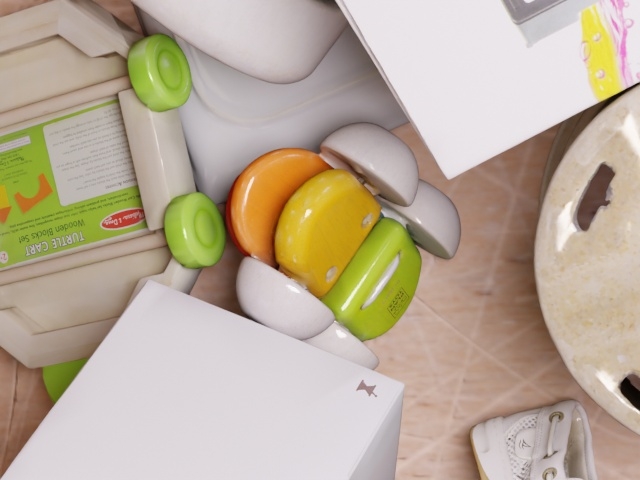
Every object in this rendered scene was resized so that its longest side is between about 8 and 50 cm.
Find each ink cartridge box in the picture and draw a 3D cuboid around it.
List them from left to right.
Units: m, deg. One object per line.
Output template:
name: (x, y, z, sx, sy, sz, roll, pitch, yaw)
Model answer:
ink cartridge box: (0.155, -0.201, 1.094, 0.270, 0.198, 0.197, -27, 101, 22)

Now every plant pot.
plant pot: (0.269, 0.001, 1.157, 0.334, 0.305, 0.333, 1, 94, 19)

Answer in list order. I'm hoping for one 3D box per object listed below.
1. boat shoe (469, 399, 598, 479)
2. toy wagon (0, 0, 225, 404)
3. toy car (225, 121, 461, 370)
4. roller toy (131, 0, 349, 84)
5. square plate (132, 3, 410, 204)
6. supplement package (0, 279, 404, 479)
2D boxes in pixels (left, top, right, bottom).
boat shoe: (0.172, 0.199, 1.242, 0.096, 0.277, 0.098, -29, 125, 11)
toy wagon: (-0.195, -0.003, 1.420, 0.267, 0.068, 0.344, -13, 90, 30)
toy car: (0.000, 0.000, 1.325, 0.136, 0.182, 0.159, 27, 79, 36)
roller toy: (-0.051, -0.213, 1.258, 0.191, 0.209, 0.146, 35, 104, -3)
square plate: (-0.004, -0.243, 1.365, 0.344, 0.049, 0.347, -22, 87, 19)
supplement package: (-0.078, 0.208, 1.282, 0.198, 0.199, 0.262, 22, 141, 16)
